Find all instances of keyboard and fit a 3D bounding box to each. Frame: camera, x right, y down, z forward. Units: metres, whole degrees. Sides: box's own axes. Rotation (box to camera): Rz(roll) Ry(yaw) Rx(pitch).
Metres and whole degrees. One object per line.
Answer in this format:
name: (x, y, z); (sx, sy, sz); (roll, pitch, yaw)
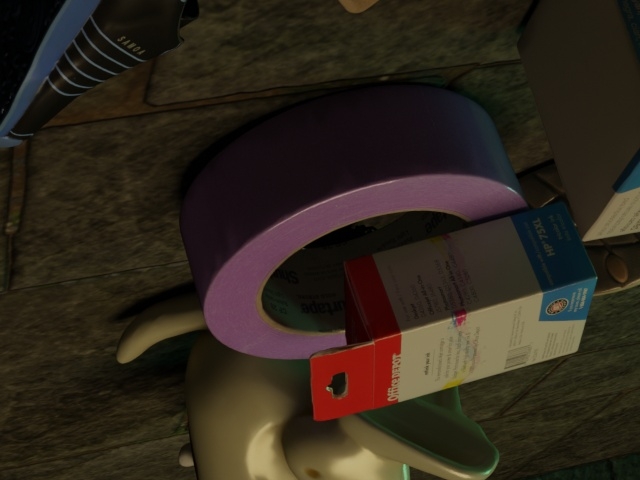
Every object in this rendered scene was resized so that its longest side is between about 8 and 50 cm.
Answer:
keyboard: (0.000, 0.000, 1.417); (0.100, 0.038, 0.192); (9, 159, -1)

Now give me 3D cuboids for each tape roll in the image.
tape roll: (0.028, -0.008, 1.237); (0.275, 0.090, 0.275); (-13, 150, -8)

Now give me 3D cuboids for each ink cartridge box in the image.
ink cartridge box: (0.094, 0.060, 1.218); (0.231, 0.078, 0.134); (-15, 151, -7)
ink cartridge box: (0.285, -0.122, 1.046); (0.232, 0.168, 0.171); (-10, 157, -13)

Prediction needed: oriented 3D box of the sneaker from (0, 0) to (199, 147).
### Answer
sneaker: (-0.130, -0.120, 0.877); (0.090, 0.081, 0.232); (6, 152, -31)

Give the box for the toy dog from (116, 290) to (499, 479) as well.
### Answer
toy dog: (-0.046, 0.267, 1.549); (0.395, 0.284, 0.408); (15, 119, -17)

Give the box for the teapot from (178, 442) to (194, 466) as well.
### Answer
teapot: (-0.021, 0.224, 1.800); (0.256, 0.187, 0.252); (8, 122, -11)

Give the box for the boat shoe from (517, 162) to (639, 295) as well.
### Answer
boat shoe: (0.209, 0.004, 1.462); (0.355, 0.132, 0.130); (-13, 173, 21)

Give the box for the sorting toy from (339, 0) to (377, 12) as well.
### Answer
sorting toy: (0.070, -0.209, 0.785); (0.208, 0.038, 0.193); (-18, 149, 20)
